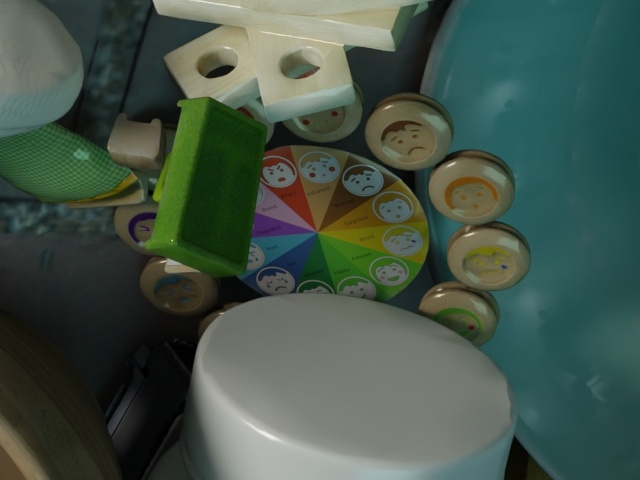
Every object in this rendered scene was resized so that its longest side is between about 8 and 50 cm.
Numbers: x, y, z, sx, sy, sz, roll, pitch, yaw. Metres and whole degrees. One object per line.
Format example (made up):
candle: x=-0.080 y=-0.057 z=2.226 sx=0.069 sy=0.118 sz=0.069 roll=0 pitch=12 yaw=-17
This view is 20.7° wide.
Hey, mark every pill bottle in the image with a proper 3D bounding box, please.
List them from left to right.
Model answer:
pill bottle: x=-0.012 y=0.178 z=0.777 sx=0.161 sy=0.161 sz=0.283 roll=-2 pitch=119 yaw=-27

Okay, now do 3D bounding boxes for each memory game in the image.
memory game: x=0.000 y=0.000 z=0.769 sx=0.186 sy=0.012 sz=0.186 roll=6 pitch=132 yaw=6

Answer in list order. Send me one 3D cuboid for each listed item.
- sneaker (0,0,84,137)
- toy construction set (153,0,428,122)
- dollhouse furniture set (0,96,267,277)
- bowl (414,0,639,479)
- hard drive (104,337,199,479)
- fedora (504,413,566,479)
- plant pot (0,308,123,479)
sneaker: x=-0.196 y=-0.051 z=0.643 sx=0.212 sy=0.080 sz=0.094 roll=0 pitch=139 yaw=-14
toy construction set: x=0.025 y=-0.157 z=0.569 sx=0.215 sy=0.151 sz=0.327 roll=-43 pitch=159 yaw=-20
dollhouse furniture set: x=-0.086 y=-0.015 z=0.679 sx=0.152 sy=0.058 sz=0.076 roll=-3 pitch=160 yaw=42
bowl: x=0.208 y=-0.017 z=0.753 sx=0.163 sy=0.311 sz=0.311 roll=-25 pitch=143 yaw=-40
hard drive: x=-0.003 y=0.192 z=0.943 sx=0.339 sy=0.064 sz=0.237 roll=21 pitch=106 yaw=-39
fedora: x=0.137 y=0.133 z=0.905 sx=0.079 sy=0.194 sz=0.194 roll=-3 pitch=154 yaw=38
plant pot: x=-0.166 y=0.100 z=0.732 sx=0.110 sy=0.237 sz=0.237 roll=-47 pitch=161 yaw=-52
